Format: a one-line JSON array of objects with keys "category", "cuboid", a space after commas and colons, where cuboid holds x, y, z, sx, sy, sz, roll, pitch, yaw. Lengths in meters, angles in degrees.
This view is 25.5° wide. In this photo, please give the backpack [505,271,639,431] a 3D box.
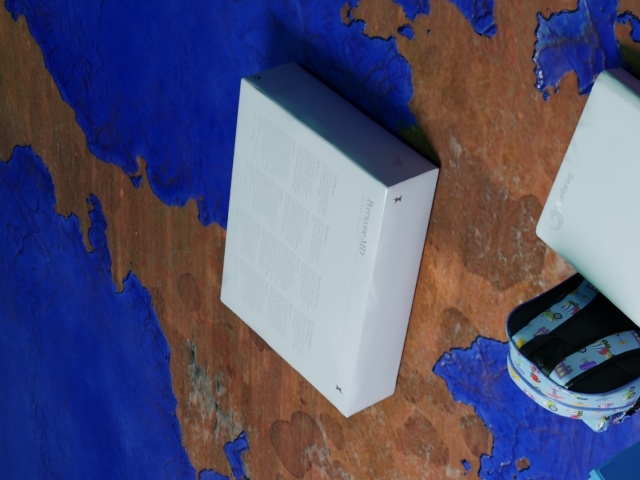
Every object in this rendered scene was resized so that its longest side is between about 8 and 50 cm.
[{"category": "backpack", "cuboid": [0.271, 0.122, 1.467, 0.158, 0.173, 0.117, 44, 139, 30]}]

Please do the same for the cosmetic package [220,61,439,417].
[{"category": "cosmetic package", "cuboid": [0.000, 0.000, 1.844, 0.284, 0.097, 0.377, 42, 139, 36]}]

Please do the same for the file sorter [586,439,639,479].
[{"category": "file sorter", "cuboid": [0.357, 0.308, 1.507, 0.170, 0.118, 0.104, 57, 148, 16]}]

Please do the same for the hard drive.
[{"category": "hard drive", "cuboid": [0.347, -0.002, 1.361, 0.307, 0.040, 0.203, 46, 132, 38]}]
